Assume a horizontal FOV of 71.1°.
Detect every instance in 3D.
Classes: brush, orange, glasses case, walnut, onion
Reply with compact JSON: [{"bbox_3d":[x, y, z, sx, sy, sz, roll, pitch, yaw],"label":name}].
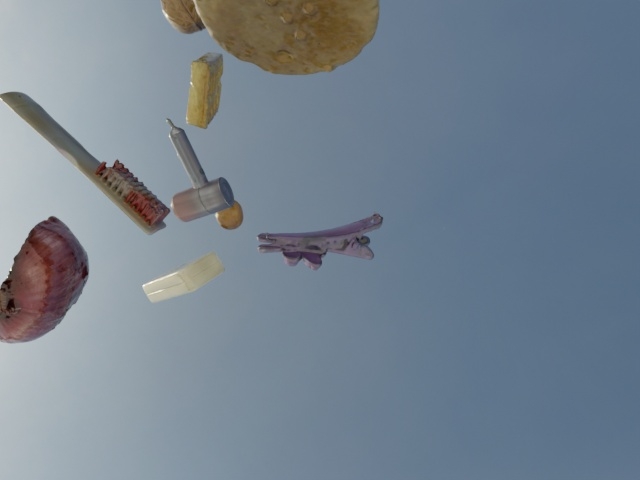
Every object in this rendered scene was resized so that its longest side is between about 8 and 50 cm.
[{"bbox_3d":[-0.378,-0.136,0.735,0.321,0.060,0.050,43,-69,-4],"label":"brush"},{"bbox_3d":[-0.243,-0.070,1.204,0.085,0.085,0.084,0,-88,15],"label":"orange"},{"bbox_3d":[-0.422,0.116,1.362,0.313,0.131,0.070,-18,-77,47],"label":"glasses case"},{"bbox_3d":[-0.418,-0.752,1.412,0.168,0.167,0.207,-26,-112,15],"label":"walnut"},{"bbox_3d":[-0.519,0.062,0.872,0.120,0.283,0.227,22,-68,-24],"label":"onion"}]

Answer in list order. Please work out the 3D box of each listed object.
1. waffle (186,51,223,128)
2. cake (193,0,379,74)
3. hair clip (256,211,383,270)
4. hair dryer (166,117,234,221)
[{"bbox_3d":[-0.316,-0.422,1.239,0.058,0.274,0.167,8,-63,-8],"label":"waffle"},{"bbox_3d":[-0.049,-0.510,0.783,0.333,0.332,0.320,-1,-105,15],"label":"cake"},{"bbox_3d":[0.005,0.011,0.985,0.279,0.137,0.090,-10,-56,-4],"label":"hair clip"},{"bbox_3d":[-0.147,-0.080,0.497,0.063,0.037,0.114,-17,-68,10],"label":"hair dryer"}]
